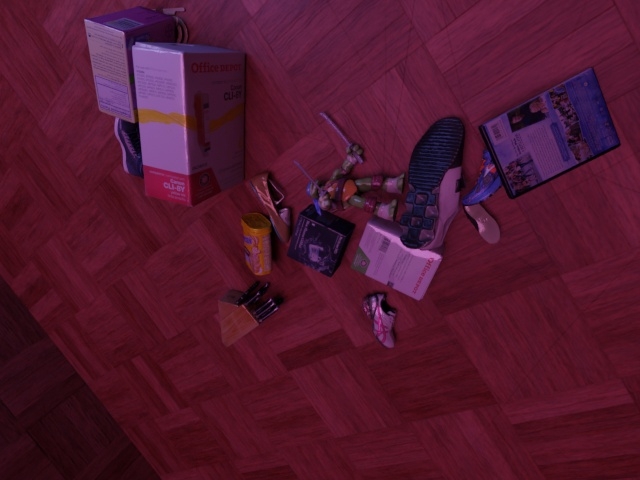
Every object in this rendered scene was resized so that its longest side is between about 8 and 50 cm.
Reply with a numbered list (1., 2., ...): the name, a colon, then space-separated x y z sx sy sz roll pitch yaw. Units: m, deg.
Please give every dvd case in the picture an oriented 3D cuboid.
1. dvd case: 0.493 -0.225 0.880 0.252 0.022 0.181 -27 101 7

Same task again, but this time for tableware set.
1. tableware set: -0.480 -0.613 1.205 0.193 0.039 0.129 10 116 21

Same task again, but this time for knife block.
1. knife block: -0.243 0.276 1.469 0.241 0.088 0.276 11 116 21

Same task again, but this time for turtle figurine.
1. turtle figurine: 0.078 -0.160 1.060 0.265 0.198 0.275 13 121 15

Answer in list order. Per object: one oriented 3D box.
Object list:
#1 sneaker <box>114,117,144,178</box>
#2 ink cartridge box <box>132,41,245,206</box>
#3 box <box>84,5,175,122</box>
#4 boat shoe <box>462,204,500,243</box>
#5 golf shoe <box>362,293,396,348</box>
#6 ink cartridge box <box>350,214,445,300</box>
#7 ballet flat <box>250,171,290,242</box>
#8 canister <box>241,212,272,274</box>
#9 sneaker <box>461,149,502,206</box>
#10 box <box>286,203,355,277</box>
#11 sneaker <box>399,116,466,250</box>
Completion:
1. sneaker: -0.596 -0.306 1.361 0.163 0.086 0.227 25 131 25
2. ink cartridge box: -0.345 -0.327 1.129 0.160 0.279 0.386 15 118 18
3. box: -0.514 -0.493 1.142 0.117 0.214 0.243 21 130 6
4. boat shoe: 0.413 -0.051 1.045 0.048 0.042 0.133 -37 94 12
5. golf shoe: 0.199 0.253 1.265 0.085 0.067 0.186 -18 104 29
6. ink cartridge box: 0.217 0.044 1.147 0.219 0.092 0.161 26 121 12
7. ballet flat: -0.135 -0.103 1.258 0.073 0.080 0.233 -25 103 12
8. canister: -0.203 0.012 1.318 0.126 0.073 0.170 38 136 50
9. sneaker: 0.412 -0.173 0.968 0.087 0.083 0.221 42 108 15
10. box: 0.000 0.000 1.229 0.158 0.093 0.156 25 121 11
11. sneaker: 0.297 -0.136 1.029 0.122 0.146 0.331 22 100 43
